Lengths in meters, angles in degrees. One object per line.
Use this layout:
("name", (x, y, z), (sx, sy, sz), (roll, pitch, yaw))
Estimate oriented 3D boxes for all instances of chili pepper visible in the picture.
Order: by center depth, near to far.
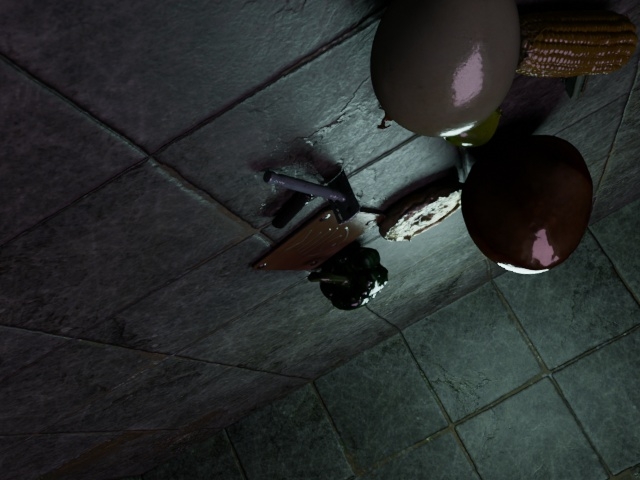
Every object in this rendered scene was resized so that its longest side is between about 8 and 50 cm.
("chili pepper", (0.076, 0.111, 2.039), (0.174, 0.165, 0.261), (-31, 170, 33))

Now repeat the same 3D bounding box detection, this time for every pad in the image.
("pad", (0.000, 0.000, 1.876), (0.286, 0.018, 0.284), (-36, 160, 26))

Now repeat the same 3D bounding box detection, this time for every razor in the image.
("razor", (-0.022, -0.106, 1.485), (0.232, 0.106, 0.068), (11, 138, -47))

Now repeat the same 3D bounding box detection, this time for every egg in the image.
("egg", (0.188, -0.286, 1.087), (0.218, 0.218, 0.295), (-20, 150, -23))

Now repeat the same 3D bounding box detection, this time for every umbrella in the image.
("umbrella", (-0.058, -0.071, 1.592), (0.133, 0.031, 0.036), (-43, -178, 36))

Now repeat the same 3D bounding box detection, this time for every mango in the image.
("mango", (0.295, -0.253, 1.506), (0.178, 0.100, 0.119), (6, 107, -45))

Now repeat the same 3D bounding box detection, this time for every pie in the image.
("pie", (0.282, -0.077, 1.997), (0.274, 0.055, 0.274), (-24, 161, -9))

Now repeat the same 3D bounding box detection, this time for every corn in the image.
("corn", (0.469, -0.371, 1.390), (0.344, 0.131, 0.131), (-13, 156, -34))

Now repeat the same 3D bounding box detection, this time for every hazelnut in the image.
("hazelnut", (0.517, -0.100, 1.862), (0.366, 0.365, 0.366), (-25, 161, -9))

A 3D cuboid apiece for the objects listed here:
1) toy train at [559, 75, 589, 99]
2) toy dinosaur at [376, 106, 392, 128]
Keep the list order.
("toy train", (0.556, -0.366, 1.600), (0.038, 0.071, 0.148), (-29, 161, 3))
("toy dinosaur", (0.150, -0.252, 1.394), (0.113, 0.041, 0.026), (-36, 156, 8))
